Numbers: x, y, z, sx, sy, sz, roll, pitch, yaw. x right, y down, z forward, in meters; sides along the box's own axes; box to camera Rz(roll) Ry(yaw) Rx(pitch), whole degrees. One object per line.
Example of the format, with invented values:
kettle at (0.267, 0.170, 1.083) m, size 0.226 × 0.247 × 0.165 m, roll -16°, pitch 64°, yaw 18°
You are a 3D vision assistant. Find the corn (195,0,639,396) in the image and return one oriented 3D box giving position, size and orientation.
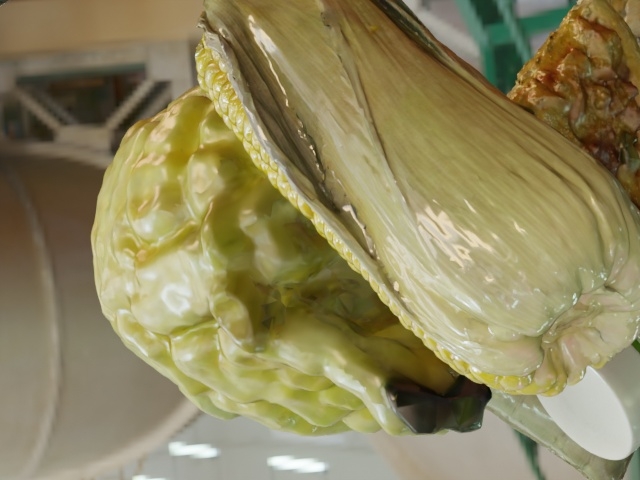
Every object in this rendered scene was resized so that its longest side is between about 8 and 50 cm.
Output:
corn at (0.041, -0.047, 0.783) m, size 0.123 × 0.305 × 0.122 m, roll -41°, pitch 145°, yaw -4°

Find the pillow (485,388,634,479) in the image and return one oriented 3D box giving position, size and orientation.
pillow at (0.242, 0.049, 1.368) m, size 0.185 × 0.302 × 0.075 m, roll 32°, pitch 155°, yaw 5°

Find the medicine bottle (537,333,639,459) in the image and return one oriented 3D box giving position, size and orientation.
medicine bottle at (0.216, 0.044, 0.936) m, size 0.183 × 0.086 × 0.086 m, roll -35°, pitch -167°, yaw -23°

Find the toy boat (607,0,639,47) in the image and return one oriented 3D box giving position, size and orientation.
toy boat at (0.344, -0.192, 1.429) m, size 0.226 × 0.068 × 0.088 m, roll 6°, pitch -170°, yaw -9°

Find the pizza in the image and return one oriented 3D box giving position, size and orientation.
pizza at (0.214, -0.080, 1.303) m, size 0.197 × 0.292 × 0.058 m, roll 6°, pitch 167°, yaw -28°

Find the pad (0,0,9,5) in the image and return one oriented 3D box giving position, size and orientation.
pad at (-0.138, -0.212, 0.884) m, size 0.211 × 0.003 × 0.143 m, roll -27°, pitch 150°, yaw 9°

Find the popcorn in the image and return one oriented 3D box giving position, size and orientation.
popcorn at (-0.004, 0.003, 1.007) m, size 0.293 × 0.293 × 0.237 m, roll -5°, pitch 156°, yaw -26°
